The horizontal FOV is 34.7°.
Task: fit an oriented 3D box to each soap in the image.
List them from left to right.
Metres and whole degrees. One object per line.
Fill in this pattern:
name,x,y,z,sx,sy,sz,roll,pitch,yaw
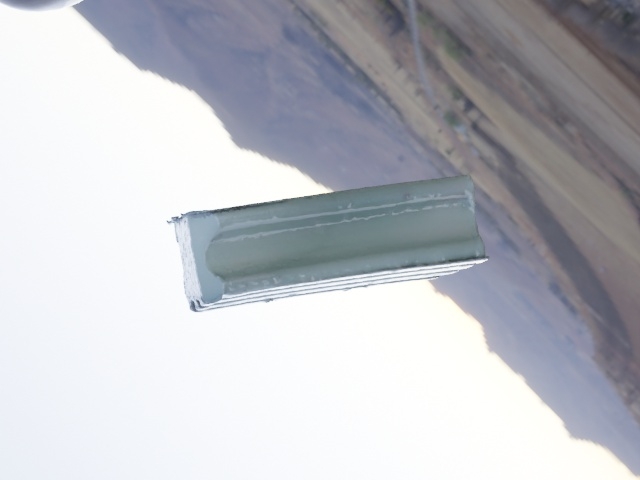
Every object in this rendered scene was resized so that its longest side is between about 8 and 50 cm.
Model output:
soap,0.000,0.000,0.919,0.150,0.261,0.094,149,114,-74

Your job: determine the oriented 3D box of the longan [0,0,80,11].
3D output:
longan,-0.179,-0.188,0.609,0.113,0.092,0.113,33,177,2
